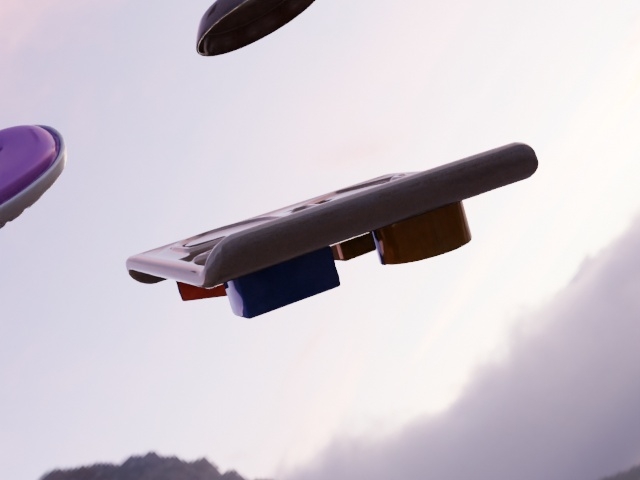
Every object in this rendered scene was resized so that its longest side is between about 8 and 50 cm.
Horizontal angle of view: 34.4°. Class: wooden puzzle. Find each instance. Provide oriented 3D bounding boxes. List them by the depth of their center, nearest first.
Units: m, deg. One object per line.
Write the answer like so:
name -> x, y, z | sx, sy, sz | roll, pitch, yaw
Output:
wooden puzzle -> 0.000, 0.000, 1.004 | 0.322, 0.081, 0.348 | -18, 4, -21

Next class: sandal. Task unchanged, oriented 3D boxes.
sandal -> -0.453, -0.047, 1.066 | 0.416, 0.169, 0.102 | -28, -45, -28

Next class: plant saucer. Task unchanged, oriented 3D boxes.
plant saucer -> -0.072, -0.263, 1.166 | 0.168, 0.029, 0.168 | -28, -4, -2
